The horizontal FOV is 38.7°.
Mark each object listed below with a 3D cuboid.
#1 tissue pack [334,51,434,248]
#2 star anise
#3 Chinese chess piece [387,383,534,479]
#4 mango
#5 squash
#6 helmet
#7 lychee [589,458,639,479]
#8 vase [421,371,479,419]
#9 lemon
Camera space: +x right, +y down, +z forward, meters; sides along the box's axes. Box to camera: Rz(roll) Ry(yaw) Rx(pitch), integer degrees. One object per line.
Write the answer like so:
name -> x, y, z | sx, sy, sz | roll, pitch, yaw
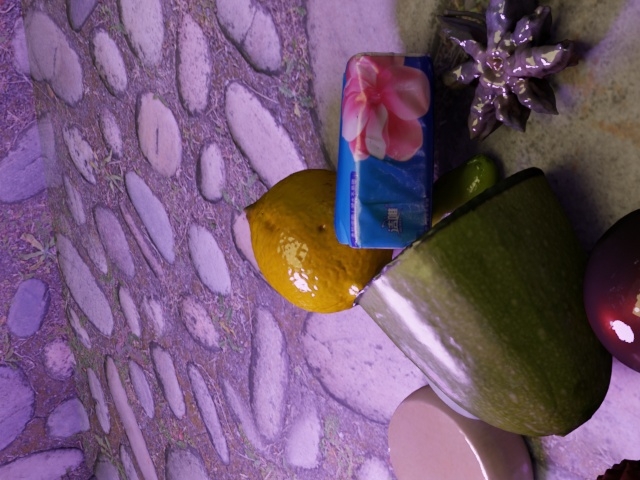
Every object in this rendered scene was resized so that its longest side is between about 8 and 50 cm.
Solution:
tissue pack -> 0.088, -0.126, 1.307 | 0.209, 0.137, 0.269 | -81, -9, -83
star anise -> 0.242, -0.235, 1.180 | 0.236, 0.093, 0.229 | 17, 121, 52
Chinese chess piece -> 0.228, 0.364, 1.504 | 0.273, 0.102, 0.273 | 30, 129, 46
mango -> 0.203, -0.064, 1.340 | 0.091, 0.074, 0.165 | 56, 144, 22
squash -> 0.249, 0.113, 1.181 | 0.308, 0.310, 0.310 | 55, 144, 12
helmet -> 0.403, 0.060, 1.048 | 0.189, 0.193, 0.215 | 131, 142, -54
lychee -> 0.413, 0.417, 1.102 | 0.306, 0.330, 0.306 | 59, 176, 7
vase -> 0.200, 0.168, 1.427 | 0.248, 0.128, 0.128 | 45, 140, 47
lemon -> 0.005, 0.007, 1.515 | 0.253, 0.228, 0.228 | 52, 142, 20
